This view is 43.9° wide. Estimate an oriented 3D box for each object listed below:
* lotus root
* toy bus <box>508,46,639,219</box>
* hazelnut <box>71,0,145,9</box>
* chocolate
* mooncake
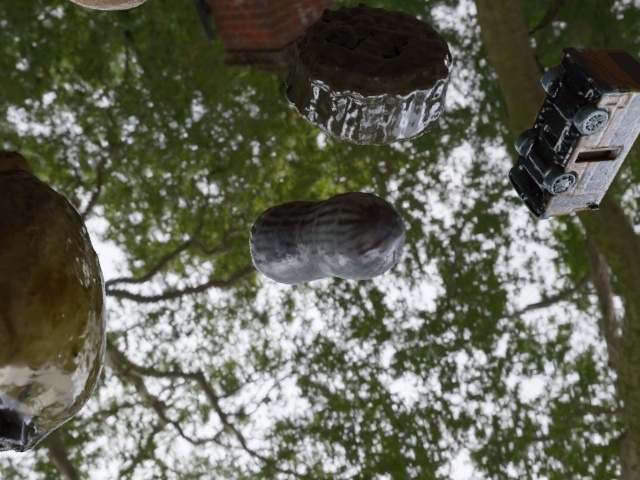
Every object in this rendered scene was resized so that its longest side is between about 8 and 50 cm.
[{"bbox_3d":[-0.204,0.033,0.522,0.138,0.138,0.214,-12,-111,15],"label":"lotus root"},{"bbox_3d":[0.289,-0.116,0.883,0.103,0.182,0.091,-6,-133,-20],"label":"toy bus"},{"bbox_3d":[-0.249,-0.345,0.915,0.150,0.150,0.150,-16,-152,8],"label":"hazelnut"},{"bbox_3d":[0.000,0.000,0.641,0.167,0.072,0.072,-5,-151,50],"label":"chocolate"},{"bbox_3d":[0.069,-0.235,1.101,0.228,0.124,0.228,7,-137,-7],"label":"mooncake"}]
